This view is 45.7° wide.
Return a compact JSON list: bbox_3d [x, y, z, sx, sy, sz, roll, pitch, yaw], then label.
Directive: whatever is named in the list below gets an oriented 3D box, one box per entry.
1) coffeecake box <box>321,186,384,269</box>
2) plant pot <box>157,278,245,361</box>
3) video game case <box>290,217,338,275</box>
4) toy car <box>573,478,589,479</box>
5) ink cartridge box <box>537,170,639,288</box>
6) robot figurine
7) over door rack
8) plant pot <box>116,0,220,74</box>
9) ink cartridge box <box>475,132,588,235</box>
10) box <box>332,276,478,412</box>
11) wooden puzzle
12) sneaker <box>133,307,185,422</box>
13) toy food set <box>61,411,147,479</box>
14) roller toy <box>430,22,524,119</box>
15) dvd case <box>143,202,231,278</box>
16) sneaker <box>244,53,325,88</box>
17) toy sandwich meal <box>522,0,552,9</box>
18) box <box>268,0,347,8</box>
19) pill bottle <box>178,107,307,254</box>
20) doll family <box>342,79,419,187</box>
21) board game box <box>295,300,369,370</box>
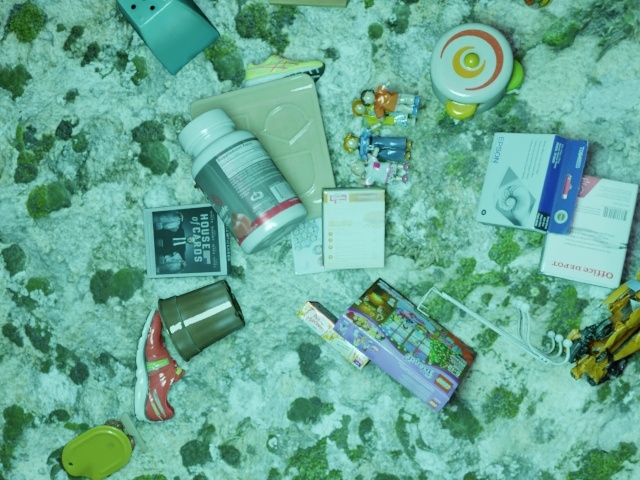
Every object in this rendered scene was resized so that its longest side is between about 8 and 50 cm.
[{"bbox_3d":[0.076,-0.031,1.781,0.142,0.068,0.185,-1,102,-6],"label":"coffeecake box"},{"bbox_3d":[-0.280,0.181,1.823,0.165,0.167,0.167,-25,81,-1],"label":"plant pot"},{"bbox_3d":[0.000,0.000,1.858,0.143,0.019,0.157,-8,84,9],"label":"video game case"},{"bbox_3d":[0.609,0.615,1.645,0.182,0.136,0.159,11,87,10],"label":"toy car"},{"bbox_3d":[0.602,-0.021,1.721,0.172,0.100,0.237,12,87,10],"label":"ink cartridge box"},{"bbox_3d":[0.654,0.194,1.667,0.291,0.211,0.085,-43,40,6],"label":"robot figurine"},{"bbox_3d":[0.381,0.164,1.670,0.324,0.239,0.108,22,91,10],"label":"over door rack"},{"bbox_3d":[-0.388,-0.551,1.861,0.165,0.234,0.165,-39,80,4],"label":"plant pot"},{"bbox_3d":[0.474,-0.132,1.721,0.224,0.045,0.223,10,85,45],"label":"ink cartridge box"},{"bbox_3d":[0.196,0.228,1.718,0.293,0.201,0.057,38,126,10],"label":"box"},{"bbox_3d":[-0.136,-0.203,1.870,0.322,0.080,0.347,-12,88,10],"label":"wooden puzzle"},{"bbox_3d":[-0.393,0.306,1.870,0.118,0.107,0.279,2,88,-9],"label":"sneaker"},{"bbox_3d":[-0.531,0.504,1.881,0.218,0.071,0.128,-30,105,7],"label":"toy food set"},{"bbox_3d":[0.349,-0.400,1.773,0.209,0.146,0.191,-36,80,5],"label":"roller toy"},{"bbox_3d":[-0.329,0.001,1.866,0.239,0.029,0.179,-4,90,26],"label":"dvd case"},{"bbox_3d":[-0.093,-0.427,1.883,0.209,0.081,0.094,-10,73,4],"label":"sneaker"},{"bbox_3d":[0.523,-0.596,1.821,0.086,0.029,0.085,-1,85,9],"label":"toy sandwich meal"},{"bbox_3d":[-0.025,-0.672,1.921,0.201,0.021,0.164,5,86,9],"label":"box"},{"bbox_3d":[-0.186,-0.140,1.747,0.176,0.176,0.318,-36,83,5],"label":"pill bottle"},{"bbox_3d":[0.140,-0.255,1.826,0.163,0.118,0.263,9,104,4],"label":"doll family"},{"bbox_3d":[0.040,0.218,1.768,0.193,0.147,0.045,40,92,10],"label":"board game box"}]
